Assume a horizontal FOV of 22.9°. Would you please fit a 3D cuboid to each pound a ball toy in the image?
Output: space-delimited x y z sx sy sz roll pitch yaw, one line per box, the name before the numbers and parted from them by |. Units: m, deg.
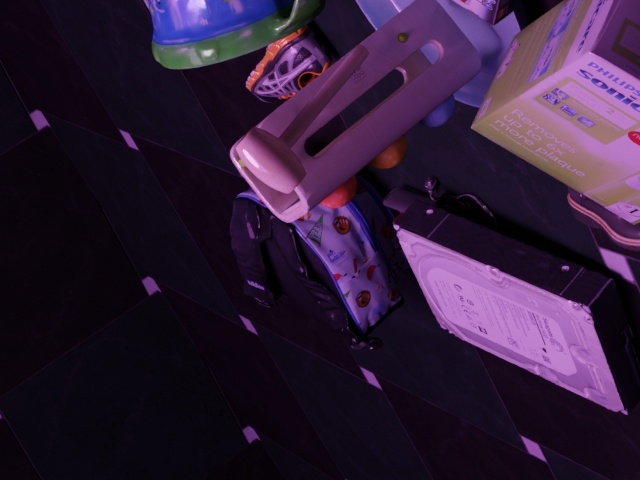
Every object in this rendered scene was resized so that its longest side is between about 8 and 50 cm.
pound a ball toy | 0.041 -0.131 1.749 0.135 0.319 0.208 51 161 -5

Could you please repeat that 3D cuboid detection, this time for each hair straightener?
hair straightener | 0.165 -0.041 2.198 0.230 0.047 0.089 23 148 53

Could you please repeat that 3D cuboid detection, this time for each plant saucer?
plant saucer | 0.131 -0.291 1.806 0.317 0.044 0.317 42 160 20

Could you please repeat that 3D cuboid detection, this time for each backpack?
backpack | 0.000 0.000 2.405 0.276 0.213 0.263 22 156 43

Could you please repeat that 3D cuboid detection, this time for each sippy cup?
sippy cup | -0.136 -0.367 2.023 0.240 0.305 0.224 -68 -39 -61

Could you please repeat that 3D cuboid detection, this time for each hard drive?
hard drive | 0.266 0.089 2.124 0.339 0.064 0.237 24 153 40

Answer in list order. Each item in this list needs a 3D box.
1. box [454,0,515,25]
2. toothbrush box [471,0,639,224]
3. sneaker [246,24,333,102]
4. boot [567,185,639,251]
box | 0.158 -0.327 1.593 0.114 0.036 0.207 36 144 22
toothbrush box | 0.299 -0.136 1.497 0.206 0.122 0.283 30 163 -10
sneaker | -0.043 -0.237 2.246 0.083 0.084 0.215 44 160 2
boot | 0.326 -0.071 1.743 0.198 0.077 0.137 21 141 53
